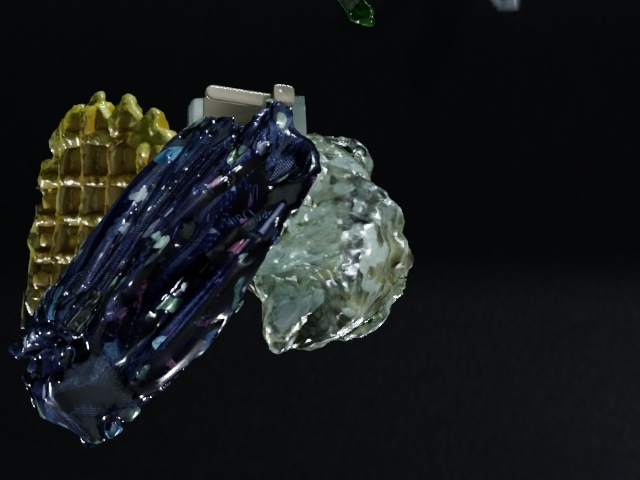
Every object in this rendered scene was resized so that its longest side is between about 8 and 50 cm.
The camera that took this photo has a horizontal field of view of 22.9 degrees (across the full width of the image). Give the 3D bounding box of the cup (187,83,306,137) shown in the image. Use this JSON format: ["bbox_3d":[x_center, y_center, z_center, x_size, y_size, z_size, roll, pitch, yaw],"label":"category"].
[{"bbox_3d":[-0.062,-0.087,1.324,0.099,0.102,0.074,-1,-94,-3],"label":"cup"}]

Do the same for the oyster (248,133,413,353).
[{"bbox_3d":[0.000,0.000,1.497,0.198,0.267,0.112,5,-44,-26],"label":"oyster"}]

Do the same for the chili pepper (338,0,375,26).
[{"bbox_3d":[0.016,-0.237,1.346,0.055,0.035,0.118,-8,-91,50],"label":"chili pepper"}]

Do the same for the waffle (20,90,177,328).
[{"bbox_3d":[-0.216,-0.005,1.595,0.280,0.060,0.262,-48,-122,30],"label":"waffle"}]

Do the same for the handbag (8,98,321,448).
[{"bbox_3d":[-0.102,0.017,1.056,0.113,0.260,0.162,41,-24,-9],"label":"handbag"}]
